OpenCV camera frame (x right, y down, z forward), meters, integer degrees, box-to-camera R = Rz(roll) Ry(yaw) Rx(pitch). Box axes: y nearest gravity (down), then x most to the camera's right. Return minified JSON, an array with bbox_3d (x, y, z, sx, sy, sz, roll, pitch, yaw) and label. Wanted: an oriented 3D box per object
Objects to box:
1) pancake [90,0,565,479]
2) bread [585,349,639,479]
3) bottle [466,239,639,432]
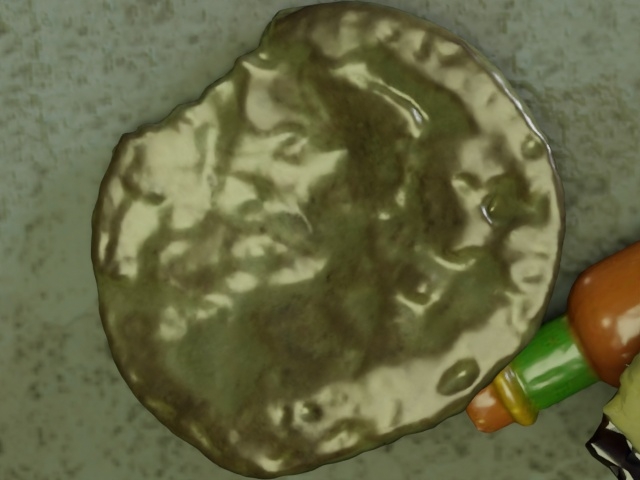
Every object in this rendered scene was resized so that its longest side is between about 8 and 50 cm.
[{"bbox_3d":[0.000,0.000,0.932,0.222,0.042,0.236,34,96,10],"label":"pancake"},{"bbox_3d":[0.384,0.000,0.874,0.346,0.242,0.405,35,121,-6],"label":"bread"},{"bbox_3d":[0.152,0.037,0.924,0.187,0.069,0.069,-27,97,11],"label":"bottle"}]
